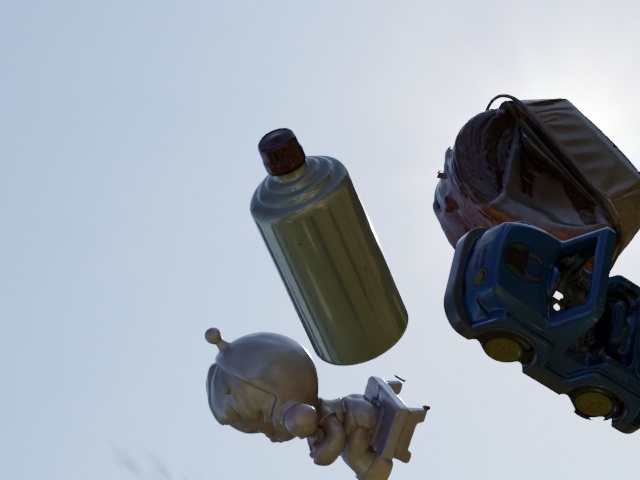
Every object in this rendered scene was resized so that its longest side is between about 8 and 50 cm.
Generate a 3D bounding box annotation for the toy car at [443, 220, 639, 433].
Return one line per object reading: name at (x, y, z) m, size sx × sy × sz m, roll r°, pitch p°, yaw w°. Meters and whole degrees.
toy car at (0.190, 0.052, 1.400) m, size 0.100 × 0.191 × 0.097 m, roll -43°, pitch 23°, yaw 45°

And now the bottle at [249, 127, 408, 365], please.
bottle at (0.000, 0.000, 1.883) m, size 0.104 × 0.104 × 0.245 m, roll -36°, pitch -57°, yaw -18°

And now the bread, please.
bread at (0.226, -0.053, 2.035) m, size 0.212 × 0.224 × 0.142 m, roll -20°, pitch -32°, yaw -35°

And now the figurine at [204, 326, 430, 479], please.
figurine at (-0.020, 0.179, 2.190) m, size 0.182 × 0.256 × 0.144 m, roll -95°, pitch 30°, yaw -60°
